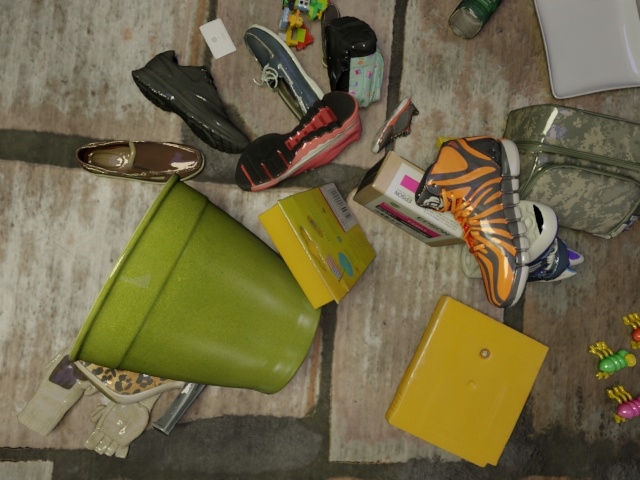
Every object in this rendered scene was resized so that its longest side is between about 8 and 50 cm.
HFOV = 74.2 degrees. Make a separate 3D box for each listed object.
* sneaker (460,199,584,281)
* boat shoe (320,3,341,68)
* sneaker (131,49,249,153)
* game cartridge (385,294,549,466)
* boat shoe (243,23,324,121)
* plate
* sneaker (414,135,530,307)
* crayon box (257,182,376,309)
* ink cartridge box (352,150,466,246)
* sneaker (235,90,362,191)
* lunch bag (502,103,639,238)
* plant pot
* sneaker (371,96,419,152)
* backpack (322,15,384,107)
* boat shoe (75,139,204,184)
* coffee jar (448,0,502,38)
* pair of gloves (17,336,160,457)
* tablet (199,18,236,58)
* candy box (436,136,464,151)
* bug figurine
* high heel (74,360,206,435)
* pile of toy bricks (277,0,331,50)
[{"bbox_3d":[0.466,0.008,0.888,0.237,0.322,0.130,1,70,-7],"label":"sneaker"},{"bbox_3d":[0.028,-0.483,0.989,0.056,0.049,0.152,-1,88,-8],"label":"boat shoe"},{"bbox_3d":[-0.262,-0.306,0.924,0.286,0.109,0.130,39,76,-7],"label":"sneaker"},{"bbox_3d":[0.344,0.332,0.997,0.286,0.053,0.323,27,87,-5],"label":"game cartridge"},{"bbox_3d":[-0.089,-0.364,0.952,0.079,0.095,0.254,-45,102,-18],"label":"boat shoe"},{"bbox_3d":[0.679,-0.504,1.072,0.278,0.045,0.277,-11,88,-7],"label":"plate"},{"bbox_3d":[0.265,-0.037,0.779,0.180,0.124,0.320,1,76,-4],"label":"sneaker"},{"bbox_3d":[0.000,0.000,0.834,0.081,0.318,0.202,-30,91,21],"label":"crayon box"},{"bbox_3d":[0.204,-0.079,0.921,0.235,0.193,0.088,30,84,-4],"label":"ink cartridge box"},{"bbox_3d":[-0.038,-0.186,0.936,0.314,0.136,0.115,-30,63,10],"label":"sneaker"},{"bbox_3d":[0.570,-0.153,0.971,0.305,0.212,0.255,11,103,-6],"label":"lunch bag"},{"bbox_3d":[-0.200,0.120,0.808,0.353,0.366,0.366,29,84,-16],"label":"plant pot"},{"bbox_3d":[0.181,-0.262,0.995,0.065,0.061,0.157,36,84,-10],"label":"sneaker"},{"bbox_3d":[0.074,-0.372,0.927,0.115,0.182,0.151,-11,52,-4],"label":"backpack"},{"bbox_3d":[-0.383,-0.169,0.902,0.258,0.095,0.095,-4,88,-7],"label":"boat shoe"},{"bbox_3d":[0.394,-0.585,1.015,0.079,0.096,0.184,36,85,-7],"label":"coffee jar"},{"bbox_3d":[-0.474,0.332,0.898,0.240,0.042,0.204,29,79,-10],"label":"pair of gloves"},{"bbox_3d":[-0.237,-0.466,0.979,0.054,0.006,0.083,-28,91,-7],"label":"tablet"},{"bbox_3d":[0.339,-0.165,0.966,0.105,0.027,0.205,0,49,-5],"label":"candy box"},{"bbox_3d":[0.793,0.331,1.036,0.216,0.072,0.278,-20,90,-7],"label":"bug figurine"},{"bbox_3d":[-0.359,0.255,0.887,0.261,0.093,0.186,32,53,4],"label":"high heel"},{"bbox_3d":[-0.026,-0.548,0.954,0.105,0.118,0.212,9,87,-14],"label":"pile of toy bricks"}]
